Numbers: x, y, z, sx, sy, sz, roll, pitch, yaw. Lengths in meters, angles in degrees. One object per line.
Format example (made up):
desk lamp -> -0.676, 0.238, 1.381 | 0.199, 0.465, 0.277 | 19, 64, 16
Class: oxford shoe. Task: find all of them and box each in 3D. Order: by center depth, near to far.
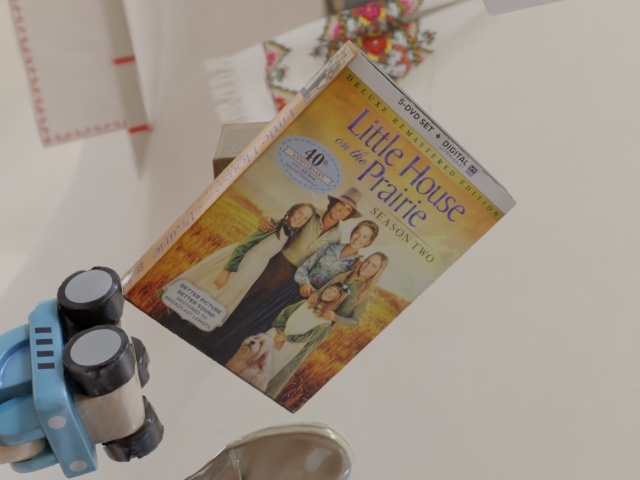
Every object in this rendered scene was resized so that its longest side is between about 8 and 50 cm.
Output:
oxford shoe -> -0.150, 0.407, 1.483 | 0.169, 0.449, 0.130 | 60, 13, -20

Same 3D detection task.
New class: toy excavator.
toy excavator -> -0.485, 0.293, 1.560 | 0.433, 0.445, 0.222 | -113, -172, -49

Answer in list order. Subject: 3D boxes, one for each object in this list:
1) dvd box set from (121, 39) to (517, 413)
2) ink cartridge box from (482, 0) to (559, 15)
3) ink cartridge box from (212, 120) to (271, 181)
dvd box set -> 0.000, 0.000, 1.273 | 0.307, 0.420, 0.062 | 40, 14, -27
ink cartridge box -> 0.394, -0.508, 1.394 | 0.395, 0.166, 0.285 | -10, -98, 15
ink cartridge box -> -0.035, -0.116, 1.488 | 0.193, 0.234, 0.088 | -90, 177, -70
